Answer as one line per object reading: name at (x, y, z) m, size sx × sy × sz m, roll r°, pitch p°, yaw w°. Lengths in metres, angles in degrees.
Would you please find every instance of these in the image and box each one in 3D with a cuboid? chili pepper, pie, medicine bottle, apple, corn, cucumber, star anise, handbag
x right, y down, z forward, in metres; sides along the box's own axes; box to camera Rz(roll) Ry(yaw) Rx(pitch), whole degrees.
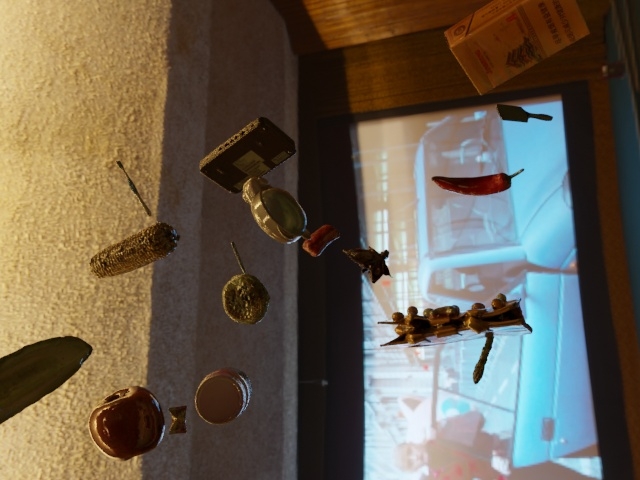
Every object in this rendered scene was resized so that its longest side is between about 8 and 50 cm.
chili pepper at (0.657, -0.236, 2.331) m, size 0.137 × 0.368 × 0.092 m, roll 55°, pitch -150°, yaw -65°
pie at (-0.262, 0.206, 1.941) m, size 0.041 × 0.187 × 0.187 m, roll -24°, pitch -72°, yaw -66°
chili pepper at (0.000, 0.000, 1.853) m, size 0.123 × 0.073 × 0.070 m, roll -42°, pitch -15°, yaw -24°
medicine bottle at (-0.412, 0.658, 2.376) m, size 0.388 × 0.219 × 0.219 m, roll 107°, pitch 162°, yaw -79°
apple at (-0.622, 0.605, 1.821) m, size 0.253 × 0.253 × 0.253 m, roll -6°, pitch -90°, yaw -72°
corn at (-0.582, 0.038, 1.740) m, size 0.115 × 0.318 × 0.115 m, roll 54°, pitch -158°, yaw -34°
cucumber at (-0.795, 0.371, 1.536) m, size 0.325 × 0.145 × 0.105 m, roll -36°, pitch -19°, yaw -53°
star anise at (0.147, 0.057, 1.708) m, size 0.212 × 0.157 × 0.053 m, roll -82°, pitch 14°, yaw -59°
handbag at (0.389, 0.237, 1.611) m, size 0.283 × 0.401 × 0.133 m, roll 12°, pitch -111°, yaw -64°

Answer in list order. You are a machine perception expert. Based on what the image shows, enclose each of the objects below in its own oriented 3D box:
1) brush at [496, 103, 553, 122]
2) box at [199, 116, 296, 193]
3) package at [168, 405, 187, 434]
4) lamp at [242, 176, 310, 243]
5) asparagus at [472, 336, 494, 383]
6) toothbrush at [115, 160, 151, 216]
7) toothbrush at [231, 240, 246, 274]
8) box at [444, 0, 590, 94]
brush at (0.596, -0.362, 1.614) m, size 0.016 × 0.193 × 0.063 m, roll 118°, pitch 149°, yaw -56°
box at (-0.284, -0.325, 2.171) m, size 0.211 × 0.350 × 0.058 m, roll 33°, pitch -144°, yaw -43°
package at (-0.441, 0.556, 1.721) m, size 0.059 × 0.029 × 0.083 m, roll 5°, pitch -104°, yaw -36°
lamp at (-0.126, -0.097, 1.621) m, size 0.246 × 0.108 × 0.179 m, roll 51°, pitch -163°, yaw 19°
asparagus at (0.499, 0.363, 1.708) m, size 0.165 × 0.030 × 0.036 m, roll -69°, pitch 16°, yaw -3°
toothbrush at (-0.461, -0.129, 1.377) m, size 0.162 × 0.014 × 0.017 m, roll 58°, pitch -173°, yaw 1°
toothbrush at (-0.330, 0.106, 2.336) m, size 0.016 × 0.019 × 0.219 m, roll -24°, pitch -86°, yaw -34°
box at (0.451, -0.481, 1.286) m, size 0.174 × 0.274 × 0.076 m, roll 39°, pitch -144°, yaw -39°
